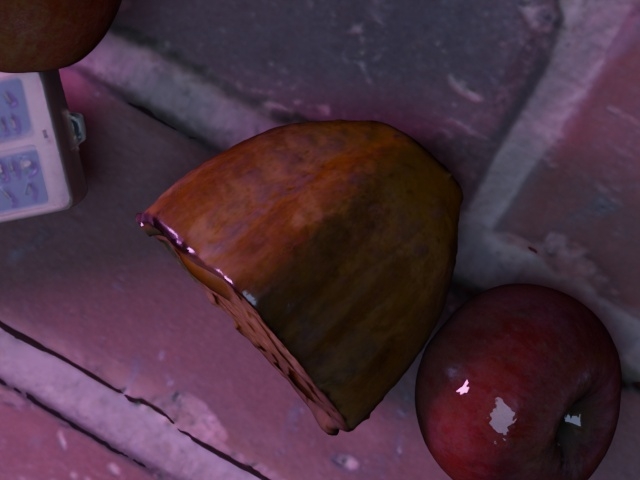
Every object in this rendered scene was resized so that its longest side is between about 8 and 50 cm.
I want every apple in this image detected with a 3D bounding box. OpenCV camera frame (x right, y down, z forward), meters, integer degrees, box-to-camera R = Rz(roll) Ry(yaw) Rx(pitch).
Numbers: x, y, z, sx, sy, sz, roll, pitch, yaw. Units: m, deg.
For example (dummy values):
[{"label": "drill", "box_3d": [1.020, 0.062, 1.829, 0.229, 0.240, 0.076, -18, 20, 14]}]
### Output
[{"label": "apple", "box_3d": [-0.217, -0.203, 1.312, 0.188, 0.188, 0.174, 8, 102, 10]}, {"label": "apple", "box_3d": [0.133, 0.103, 1.348, 0.120, 0.153, 0.153, 24, 113, 39]}]

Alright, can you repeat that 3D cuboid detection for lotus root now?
[{"label": "lotus root", "box_3d": [0.000, 0.001, 1.356, 0.180, 0.199, 0.188, -46, 134, -9]}]

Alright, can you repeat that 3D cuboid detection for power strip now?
[{"label": "power strip", "box_3d": [-0.344, -0.042, 1.416, 0.367, 0.043, 0.106, -12, 98, 12]}]
